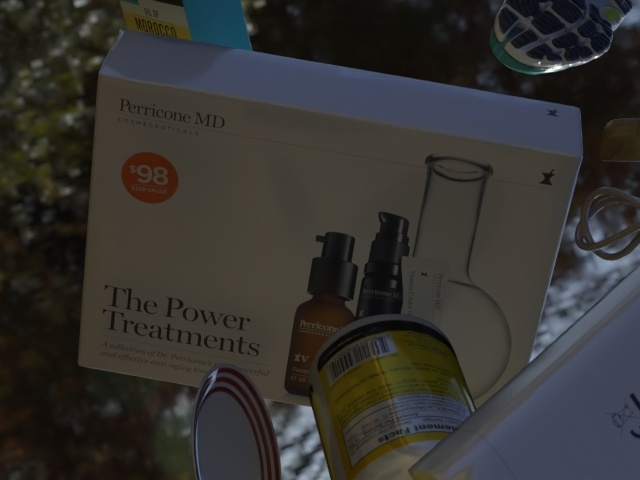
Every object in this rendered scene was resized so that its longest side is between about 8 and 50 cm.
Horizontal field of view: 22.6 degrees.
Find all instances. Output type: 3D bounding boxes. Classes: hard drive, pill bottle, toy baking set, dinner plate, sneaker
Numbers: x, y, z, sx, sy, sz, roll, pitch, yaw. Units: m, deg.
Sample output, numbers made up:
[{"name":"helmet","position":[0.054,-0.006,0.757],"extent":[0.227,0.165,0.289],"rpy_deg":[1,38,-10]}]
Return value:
[{"name":"hard drive","position":[0.244,0.106,0.885],"extent":[0.233,0.353,0.047],"rpy_deg":[55,-20,-9]},{"name":"pill bottle","position":[0.064,0.160,1.153],"extent":[0.208,0.119,0.119],"rpy_deg":[-106,-175,-52]},{"name":"toy baking set","position":[0.239,-0.001,1.074],"extent":[0.197,0.030,0.256],"rpy_deg":[-41,-135,49]},{"name":"dinner plate","position":[-0.063,0.158,1.139],"extent":[0.141,0.017,0.141],"rpy_deg":[-10,90,-70]},{"name":"sneaker","position":[0.243,-0.211,1.658],"extent":[0.107,0.275,0.110],"rpy_deg":[47,-58,8]}]

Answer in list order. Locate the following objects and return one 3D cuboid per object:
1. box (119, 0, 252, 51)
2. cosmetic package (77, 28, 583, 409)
[{"name":"box","position":[-0.119,-0.198,1.369],"extent":[0.100,0.060,0.244],"rpy_deg":[20,-48,45]},{"name":"cosmetic package","position":[0.000,0.000,1.317],"extent":[0.097,0.377,0.284],"rpy_deg":[-78,177,-60]}]
